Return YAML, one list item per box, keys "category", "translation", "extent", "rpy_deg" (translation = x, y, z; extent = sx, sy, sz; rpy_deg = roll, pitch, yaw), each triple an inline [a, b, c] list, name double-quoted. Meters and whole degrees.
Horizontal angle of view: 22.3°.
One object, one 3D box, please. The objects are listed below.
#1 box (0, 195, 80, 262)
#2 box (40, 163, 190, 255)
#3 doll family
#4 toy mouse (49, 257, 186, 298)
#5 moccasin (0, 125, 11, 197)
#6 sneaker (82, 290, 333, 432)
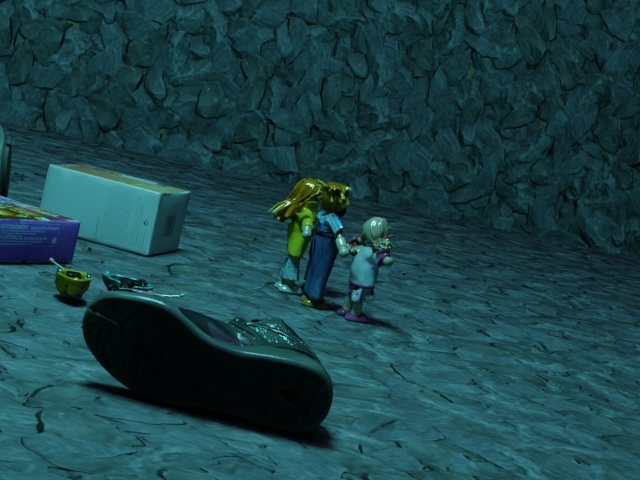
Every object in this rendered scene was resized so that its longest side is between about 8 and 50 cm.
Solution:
- category: "box"
  translation: [-0.470, -0.036, 1.985]
  extent: [0.293, 0.057, 0.201]
  rpy_deg: [17, 7, 28]
- category: "box"
  translation: [-0.289, -0.045, 2.277]
  extent: [0.170, 0.091, 0.130]
  rpy_deg: [15, 7, 12]
- category: "doll family"
  translation: [0.000, 0.000, 2.145]
  extent: [0.118, 0.163, 0.263]
  rpy_deg: [11, 7, -22]
- category: "toy mouse"
  translation: [-0.219, 0.061, 1.777]
  extent: [0.143, 0.031, 0.161]
  rpy_deg: [11, 7, -19]
- category: "moccasin"
  translation: [-0.534, -0.121, 2.244]
  extent: [0.147, 0.139, 0.380]
  rpy_deg: [1, 15, -34]
- category: "sneaker"
  translation: [-0.098, 0.102, 1.447]
  extent: [0.227, 0.087, 0.130]
  rpy_deg: [16, 5, 0]
